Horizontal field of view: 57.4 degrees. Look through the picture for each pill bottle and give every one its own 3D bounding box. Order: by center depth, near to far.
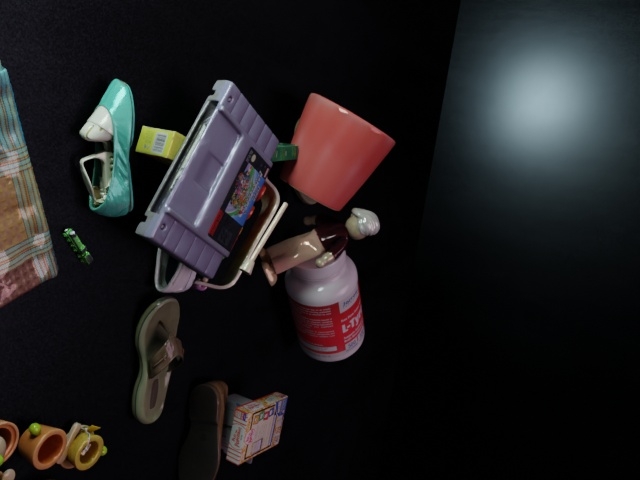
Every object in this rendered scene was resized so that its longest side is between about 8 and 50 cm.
[{"bbox_3d":[0.012,0.176,1.851,0.229,0.229,0.407,-55,148,-39],"label":"pill bottle"}]

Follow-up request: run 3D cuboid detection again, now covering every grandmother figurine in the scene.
[{"bbox_3d":[0.000,0.000,1.630,0.104,0.343,0.207,67,2,-54],"label":"grandmother figurine"}]

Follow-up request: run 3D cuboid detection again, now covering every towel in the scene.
[{"bbox_3d":[-0.519,-0.048,0.831,0.271,0.040,0.370,-43,139,-49],"label":"towel"}]

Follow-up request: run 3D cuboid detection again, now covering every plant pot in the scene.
[{"bbox_3d":[0.029,-0.230,1.595,0.243,0.275,0.275,-59,157,7],"label":"plant pot"}]

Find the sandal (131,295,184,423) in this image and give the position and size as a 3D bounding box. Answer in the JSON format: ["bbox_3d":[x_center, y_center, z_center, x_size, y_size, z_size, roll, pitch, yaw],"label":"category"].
[{"bbox_3d":[-0.346,0.267,1.299,0.120,0.086,0.302,-16,116,-63],"label":"sandal"}]

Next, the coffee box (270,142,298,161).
[{"bbox_3d":[-0.147,-0.222,1.457,0.184,0.113,0.040,-20,117,-60],"label":"coffee box"}]

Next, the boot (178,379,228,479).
[{"bbox_3d":[-0.292,0.516,1.531,0.115,0.112,0.305,1,99,-76],"label":"boot"}]

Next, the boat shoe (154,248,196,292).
[{"bbox_3d":[-0.297,-0.009,1.258,0.084,0.095,0.258,-5,105,-69],"label":"boat shoe"}]

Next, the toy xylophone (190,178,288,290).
[{"bbox_3d":[-0.185,-0.015,1.360,0.081,0.236,0.322,33,66,-18],"label":"toy xylophone"}]

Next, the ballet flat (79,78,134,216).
[{"bbox_3d":[-0.379,-0.159,1.033,0.087,0.083,0.247,-12,112,-48],"label":"ballet flat"}]

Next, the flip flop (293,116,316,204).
[{"bbox_3d":[-0.025,-0.234,1.747,0.112,0.080,0.276,-37,134,-55],"label":"flip flop"}]

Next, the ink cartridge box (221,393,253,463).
[{"bbox_3d":[-0.234,0.539,1.651,0.060,0.104,0.180,2,100,-65],"label":"ink cartridge box"}]

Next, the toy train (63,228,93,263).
[{"bbox_3d":[-0.436,0.011,1.055,0.017,0.024,0.083,-58,150,-36],"label":"toy train"}]

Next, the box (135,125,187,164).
[{"bbox_3d":[-0.276,-0.173,1.234,0.232,0.087,0.058,24,80,-66],"label":"box"}]

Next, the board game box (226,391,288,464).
[{"bbox_3d":[-0.169,0.508,1.596,0.193,0.045,0.146,3,100,-61],"label":"board game box"}]

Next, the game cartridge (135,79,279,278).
[{"bbox_3d":[-0.214,-0.118,1.211,0.230,0.068,0.354,44,65,-53],"label":"game cartridge"}]

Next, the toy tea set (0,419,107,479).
[{"bbox_3d":[-0.489,0.417,1.021,0.199,0.124,0.336,-69,154,-17],"label":"toy tea set"}]
